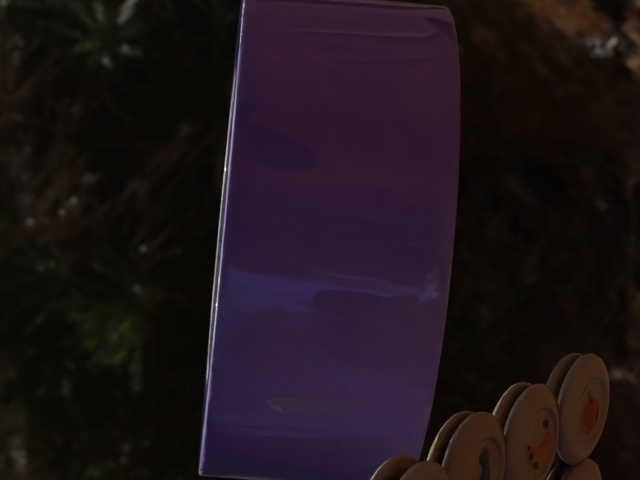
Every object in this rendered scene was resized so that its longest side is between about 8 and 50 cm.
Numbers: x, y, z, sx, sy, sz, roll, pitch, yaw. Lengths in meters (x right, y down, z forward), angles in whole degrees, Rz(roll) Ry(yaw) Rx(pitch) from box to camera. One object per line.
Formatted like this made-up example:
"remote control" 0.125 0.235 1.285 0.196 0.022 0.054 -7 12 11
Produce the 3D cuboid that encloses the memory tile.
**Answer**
"memory tile" 0.053 0.101 0.553 0.012 0.113 0.148 11 -162 32

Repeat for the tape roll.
"tape roll" 0.000 0.000 0.696 0.080 0.189 0.189 6 172 -3
